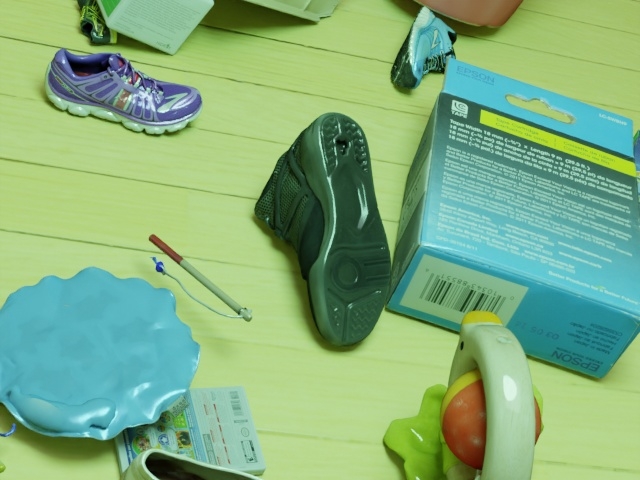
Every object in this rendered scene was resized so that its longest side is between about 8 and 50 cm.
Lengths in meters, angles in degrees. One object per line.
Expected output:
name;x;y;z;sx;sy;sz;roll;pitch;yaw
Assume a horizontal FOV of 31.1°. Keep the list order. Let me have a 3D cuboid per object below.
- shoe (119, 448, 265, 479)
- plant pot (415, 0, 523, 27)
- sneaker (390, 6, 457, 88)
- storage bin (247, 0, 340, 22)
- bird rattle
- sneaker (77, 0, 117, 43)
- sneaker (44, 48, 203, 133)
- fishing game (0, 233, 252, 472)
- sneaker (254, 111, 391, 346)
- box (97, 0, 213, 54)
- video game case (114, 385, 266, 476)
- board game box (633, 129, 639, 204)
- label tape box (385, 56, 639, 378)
shoe;-0.054;0.225;0.891;0.219;0.058;0.076;27;43;-2
plant pot;0.215;-0.436;1.536;0.275;0.243;0.275;19;29;-11
sneaker;0.140;-0.241;1.462;0.073;0.063;0.162;26;42;-1
storage bin;-0.101;-0.402;1.418;0.262;0.123;0.260;41;19;19
bird rattle;0.124;0.173;0.919;0.143;0.207;0.253;5;24;2
sneaker;-0.264;-0.257;1.325;0.035;0.031;0.083;-17;53;-32
sneaker;-0.206;-0.163;1.223;0.169;0.071;0.068;9;44;-16
fishing game;-0.192;0.098;0.977;0.189;0.041;0.264;36;50;26
sneaker;0.000;0.000;1.146;0.087;0.130;0.228;-1;74;-31
box;-0.197;-0.289;1.323;0.102;0.087;0.101;19;35;-44
video game case;-0.114;0.163;0.970;0.122;0.011;0.087;0;47;-23
board game box;0.473;-0.051;1.429;0.201;0.035;0.136;25;42;3
label tape box;0.217;-0.034;1.247;0.240;0.106;0.334;19;42;-4
